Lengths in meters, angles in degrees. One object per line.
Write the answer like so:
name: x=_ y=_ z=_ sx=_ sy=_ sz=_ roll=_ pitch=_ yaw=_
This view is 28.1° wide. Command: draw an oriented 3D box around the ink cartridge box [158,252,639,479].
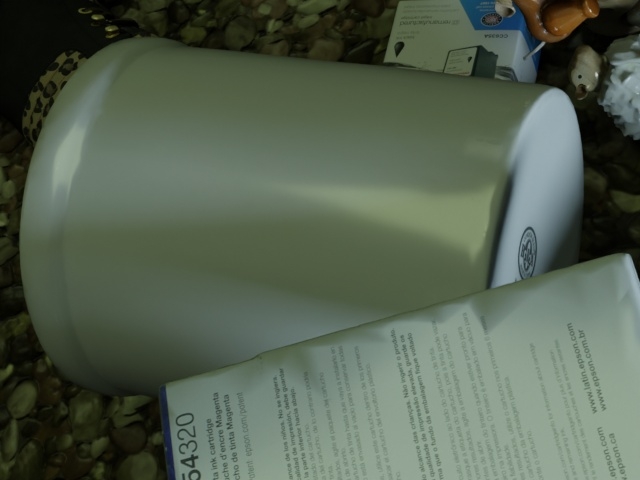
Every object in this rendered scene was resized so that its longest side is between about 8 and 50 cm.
ink cartridge box: x=0.078 y=0.200 z=0.790 sx=0.330 sy=0.071 sz=0.324 roll=-17 pitch=60 yaw=12

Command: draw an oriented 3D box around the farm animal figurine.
farm animal figurine: x=0.221 y=-0.286 z=1.188 sx=0.172 sy=0.327 sz=0.330 roll=-18 pitch=53 yaw=44

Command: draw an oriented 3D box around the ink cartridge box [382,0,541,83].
ink cartridge box: x=0.133 y=-0.143 z=1.268 sx=0.140 sy=0.082 sz=0.190 roll=2 pitch=60 yaw=23

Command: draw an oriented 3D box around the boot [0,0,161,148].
boot: x=-0.266 y=-0.274 z=1.472 sx=0.377 sy=0.138 sz=0.284 roll=-46 pitch=54 yaw=-5

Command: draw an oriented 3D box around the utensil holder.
utensil holder: x=0.000 y=0.000 z=1.088 sx=0.386 sy=0.327 sz=0.327 roll=7 pitch=63 yaw=23
